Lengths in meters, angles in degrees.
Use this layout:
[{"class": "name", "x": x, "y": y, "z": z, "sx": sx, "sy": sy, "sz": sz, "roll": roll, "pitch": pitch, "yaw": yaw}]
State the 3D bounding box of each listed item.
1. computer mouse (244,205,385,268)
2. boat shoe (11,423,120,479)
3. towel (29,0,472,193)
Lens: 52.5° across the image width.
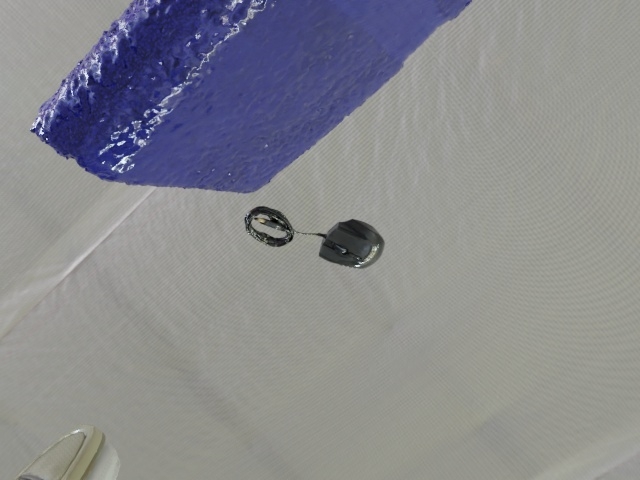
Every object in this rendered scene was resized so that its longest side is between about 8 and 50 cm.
[{"class": "computer mouse", "x": 0.000, "y": 0.000, "z": 0.896, "sx": 0.242, "sy": 0.041, "sz": 0.071, "roll": 11, "pitch": -53, "yaw": -37}, {"class": "boat shoe", "x": -0.224, "y": 0.283, "z": 0.457, "sx": 0.113, "sy": 0.302, "sz": 0.103, "roll": -19, "pitch": -56, "yaw": 44}, {"class": "towel", "x": 0.002, "y": -0.151, "z": 0.379, "sx": 0.308, "sy": 0.227, "sz": 0.076, "roll": -40, "pitch": -104, "yaw": 18}]
